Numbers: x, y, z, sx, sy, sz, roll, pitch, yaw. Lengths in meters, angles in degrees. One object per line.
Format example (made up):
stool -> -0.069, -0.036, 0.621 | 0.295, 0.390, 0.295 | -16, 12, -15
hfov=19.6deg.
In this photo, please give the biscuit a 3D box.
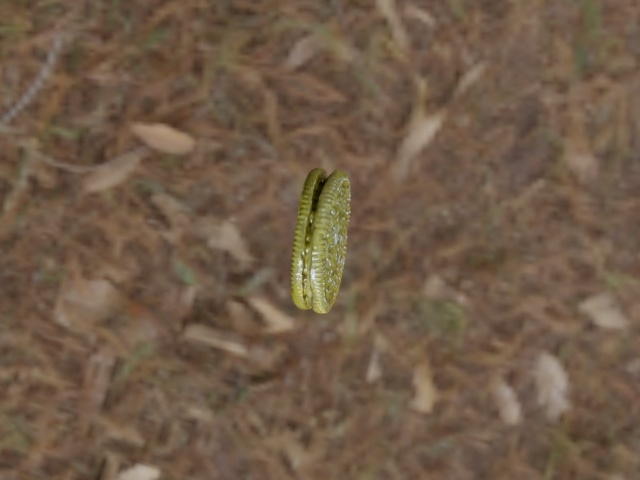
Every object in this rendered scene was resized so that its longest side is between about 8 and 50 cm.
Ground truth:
biscuit -> 0.000, 0.000, 1.068 | 0.084, 0.023, 0.084 | 8, 90, -81
